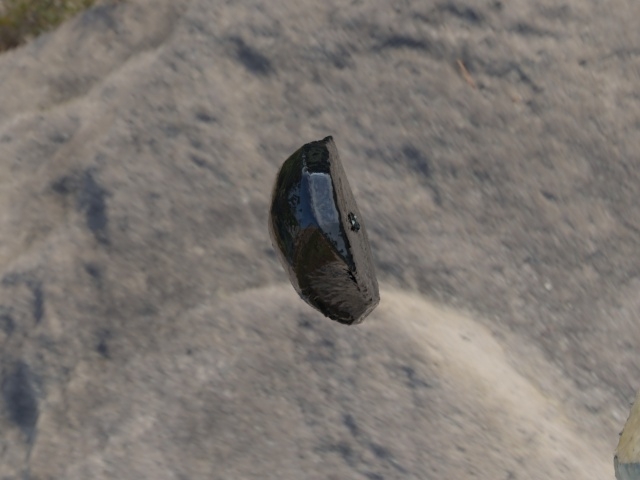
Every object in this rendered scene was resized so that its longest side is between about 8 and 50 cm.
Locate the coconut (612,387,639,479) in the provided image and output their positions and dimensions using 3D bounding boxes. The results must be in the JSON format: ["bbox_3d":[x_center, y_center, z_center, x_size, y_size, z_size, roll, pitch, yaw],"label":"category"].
[{"bbox_3d":[0.424,0.181,1.126,0.415,0.345,0.415,-42,40,49],"label":"coconut"}]

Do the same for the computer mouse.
[{"bbox_3d":[0.000,0.000,1.002,0.057,0.172,0.099,-15,61,6],"label":"computer mouse"}]
